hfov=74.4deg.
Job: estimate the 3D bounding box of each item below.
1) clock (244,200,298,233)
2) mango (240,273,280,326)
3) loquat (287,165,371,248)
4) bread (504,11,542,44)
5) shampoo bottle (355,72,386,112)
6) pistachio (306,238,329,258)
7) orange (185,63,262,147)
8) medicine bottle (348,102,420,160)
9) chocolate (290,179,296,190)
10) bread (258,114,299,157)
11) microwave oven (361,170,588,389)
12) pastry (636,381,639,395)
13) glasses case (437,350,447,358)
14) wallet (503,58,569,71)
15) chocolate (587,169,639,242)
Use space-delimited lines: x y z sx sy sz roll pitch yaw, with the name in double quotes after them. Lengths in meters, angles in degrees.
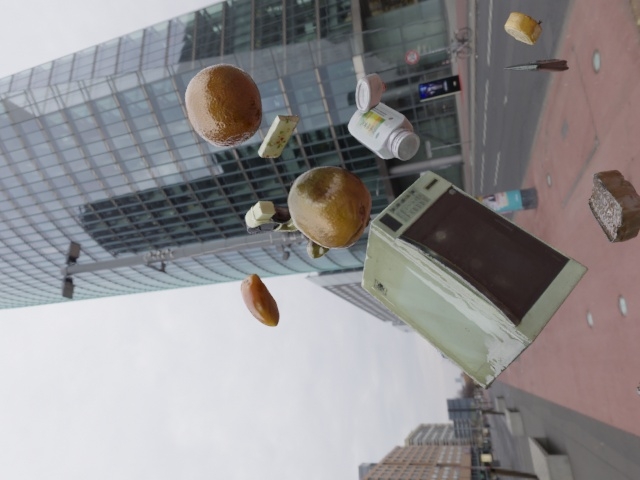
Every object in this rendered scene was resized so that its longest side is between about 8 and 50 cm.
-0.180 -0.113 2.073 0.379 0.276 0.120 -6 -108 -35 "clock"
-0.226 0.233 1.586 0.217 0.102 0.141 58 172 -2 "mango"
0.032 -0.109 1.438 0.276 0.284 0.276 10 -90 -75 "loquat"
0.781 -0.823 1.624 0.149 0.122 0.073 1 -58 -48 "bread"
0.167 -0.480 1.356 0.221 0.051 0.108 -48 -39 -56 "shampoo bottle"
0.002 0.003 2.035 0.189 0.110 0.100 -64 -10 -2 "pistachio"
-0.306 -0.432 1.347 0.264 0.264 0.264 -8 -90 -73 "orange"
0.260 -0.440 1.708 0.124 0.179 0.324 33 -168 -47 "medicine bottle"
-0.040 -0.249 1.779 0.086 0.183 0.028 -88 -19 -46 "chocolate"
-0.115 -0.283 1.151 0.068 0.153 0.028 -9 -116 -37 "bread"
0.328 0.079 0.984 0.247 0.394 0.333 -39 -28 -24 "microwave oven"
1.012 0.442 1.174 0.275 0.193 0.274 56 -158 -36 "pastry"
0.528 0.339 1.405 0.109 0.283 0.067 -95 -6 -76 "glasses case"
0.893 -0.722 1.746 0.245 0.169 0.052 -16 -64 -33 "wallet"
0.889 -0.104 1.261 0.214 0.093 0.148 -85 -20 -47 "chocolate"
